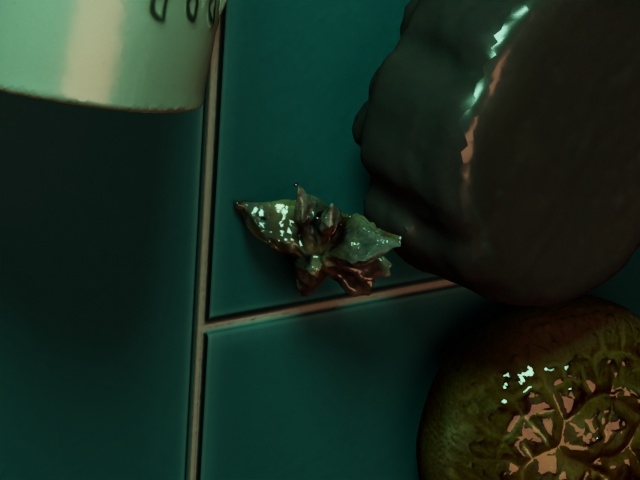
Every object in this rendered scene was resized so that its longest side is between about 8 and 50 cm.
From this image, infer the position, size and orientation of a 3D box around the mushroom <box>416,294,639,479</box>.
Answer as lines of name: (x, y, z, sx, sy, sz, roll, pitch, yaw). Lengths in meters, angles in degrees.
mushroom: (0.198, 0.167, 1.518, 0.253, 0.153, 0.253, -8, 114, -19)

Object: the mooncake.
mooncake: (0.157, -0.090, 1.365, 0.283, 0.141, 0.283, -20, 122, -35)

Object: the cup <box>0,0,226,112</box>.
cup: (-0.127, -0.211, 1.124, 0.258, 0.186, 0.234, -7, 111, -63)

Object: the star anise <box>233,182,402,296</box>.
star anise: (0.011, 0.002, 1.332, 0.124, 0.129, 0.056, 54, 49, -35)
